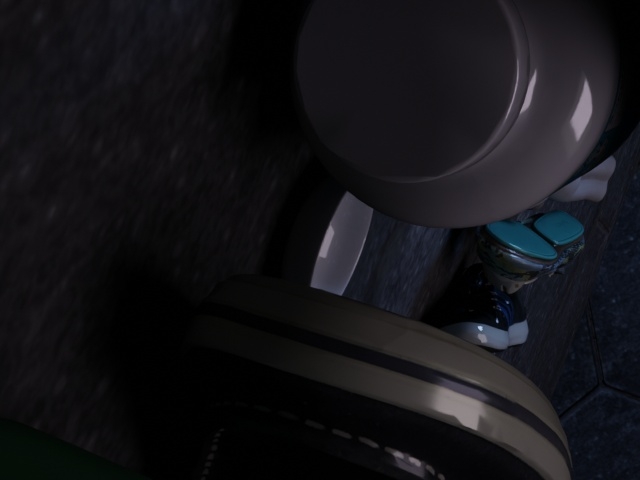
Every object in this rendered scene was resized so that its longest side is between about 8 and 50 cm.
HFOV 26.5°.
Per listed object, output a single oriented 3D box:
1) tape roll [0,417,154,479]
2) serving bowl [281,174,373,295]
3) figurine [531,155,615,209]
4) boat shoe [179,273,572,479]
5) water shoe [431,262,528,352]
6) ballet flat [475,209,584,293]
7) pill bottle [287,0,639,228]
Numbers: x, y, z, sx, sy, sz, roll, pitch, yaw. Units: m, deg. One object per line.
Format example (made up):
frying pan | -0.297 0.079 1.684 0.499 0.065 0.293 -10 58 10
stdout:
tape roll | -0.137 0.220 0.441 0.321 0.077 0.321 20 90 -74
serving bowl | 0.000 0.000 0.716 0.083 0.027 0.083 20 90 -74
figurine | 0.207 -0.118 1.190 0.209 0.092 0.215 -10 121 -63
boat shoe | 0.009 0.173 0.688 0.500 0.186 0.156 92 17 -61
water shoe | 0.135 0.061 1.213 0.203 0.072 0.080 4 78 -72
ballet flat | 0.176 0.016 1.174 0.188 0.070 0.070 -7 117 -57
pill bottle | 0.075 -0.085 0.644 0.264 0.146 0.146 -22 130 -68
